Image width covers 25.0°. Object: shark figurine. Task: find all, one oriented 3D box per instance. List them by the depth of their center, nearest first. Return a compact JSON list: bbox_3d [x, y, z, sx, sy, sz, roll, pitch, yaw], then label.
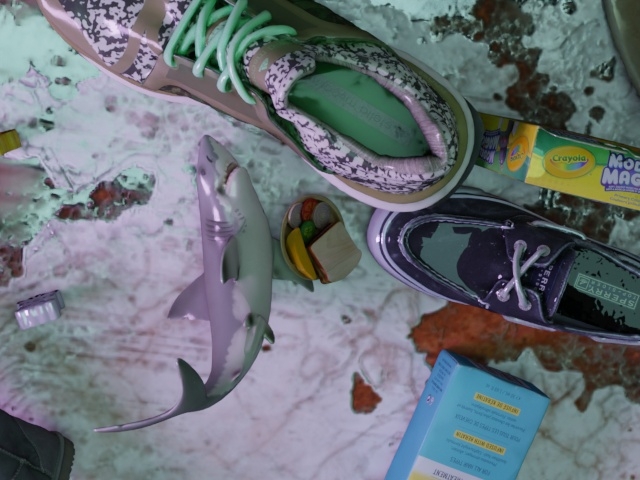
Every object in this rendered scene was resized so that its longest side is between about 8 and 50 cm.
[{"bbox_3d":[-0.099,0.068,1.246,0.116,0.278,0.166,-14,139,30],"label":"shark figurine"}]

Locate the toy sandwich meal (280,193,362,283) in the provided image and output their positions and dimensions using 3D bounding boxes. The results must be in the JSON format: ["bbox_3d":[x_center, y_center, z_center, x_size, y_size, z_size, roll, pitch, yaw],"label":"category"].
[{"bbox_3d":[0.000,0.000,1.284,0.086,0.029,0.085,-1,92,-41],"label":"toy sandwich meal"}]

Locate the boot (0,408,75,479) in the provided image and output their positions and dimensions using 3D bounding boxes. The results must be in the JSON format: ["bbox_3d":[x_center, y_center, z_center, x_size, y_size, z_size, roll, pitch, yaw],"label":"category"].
[{"bbox_3d":[-0.308,0.192,1.194,0.076,0.189,0.208,-26,133,27],"label":"boot"}]

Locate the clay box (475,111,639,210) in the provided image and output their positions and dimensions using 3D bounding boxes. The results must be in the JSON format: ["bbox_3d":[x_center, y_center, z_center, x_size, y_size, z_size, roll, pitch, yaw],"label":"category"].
[{"bbox_3d":[0.212,-0.066,1.225,0.127,0.222,0.053,12,97,-11],"label":"clay box"}]

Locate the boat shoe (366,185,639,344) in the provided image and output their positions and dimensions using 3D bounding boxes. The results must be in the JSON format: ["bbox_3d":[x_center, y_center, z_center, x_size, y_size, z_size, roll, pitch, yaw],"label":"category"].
[{"bbox_3d":[0.192,0.030,1.299,0.301,0.102,0.108,20,95,-12],"label":"boat shoe"}]

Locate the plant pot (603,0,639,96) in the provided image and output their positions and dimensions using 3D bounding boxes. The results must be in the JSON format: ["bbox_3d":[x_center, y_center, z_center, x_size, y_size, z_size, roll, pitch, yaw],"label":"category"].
[{"bbox_3d":[0.452,-0.250,1.210,0.306,0.334,0.333,-15,102,-18],"label":"plant pot"}]

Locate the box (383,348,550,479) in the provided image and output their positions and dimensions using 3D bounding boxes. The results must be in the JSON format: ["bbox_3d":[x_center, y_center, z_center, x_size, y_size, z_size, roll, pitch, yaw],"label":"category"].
[{"bbox_3d":[0.115,0.233,1.342,0.101,0.060,0.244,22,95,-12],"label":"box"}]

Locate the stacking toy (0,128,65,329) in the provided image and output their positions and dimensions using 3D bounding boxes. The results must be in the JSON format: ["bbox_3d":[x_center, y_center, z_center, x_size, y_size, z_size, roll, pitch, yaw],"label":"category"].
[{"bbox_3d":[-0.343,0.013,1.237,0.221,0.052,0.167,-17,102,-3],"label":"stacking toy"}]

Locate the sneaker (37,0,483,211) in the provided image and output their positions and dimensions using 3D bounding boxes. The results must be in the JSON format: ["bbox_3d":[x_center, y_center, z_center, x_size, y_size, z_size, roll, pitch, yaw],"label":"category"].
[{"bbox_3d":[-0.045,-0.155,1.179,0.410,0.182,0.158,25,92,-3],"label":"sneaker"}]
